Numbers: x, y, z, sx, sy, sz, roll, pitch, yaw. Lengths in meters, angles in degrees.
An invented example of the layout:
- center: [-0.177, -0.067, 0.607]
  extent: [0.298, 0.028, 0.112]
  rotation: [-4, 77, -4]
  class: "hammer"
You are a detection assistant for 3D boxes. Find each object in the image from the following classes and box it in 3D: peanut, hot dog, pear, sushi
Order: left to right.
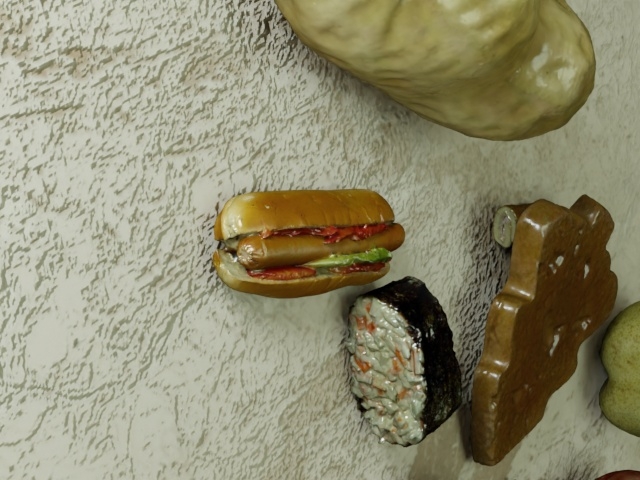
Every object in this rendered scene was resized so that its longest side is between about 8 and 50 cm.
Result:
- center: [0.000, 0.000, 1.171]
  extent: [0.235, 0.062, 0.092]
  rotation: [-8, 98, -51]
  class: "hot dog"
- center: [0.075, 0.111, 1.258]
  extent: [0.078, 0.090, 0.150]
  rotation: [-26, 117, -42]
  class: "sushi"
- center: [0.107, -0.196, 1.172]
  extent: [0.387, 0.192, 0.170]
  rotation: [23, 70, -50]
  class: "peanut"
- center: [0.397, 0.147, 1.623]
  extent: [0.167, 0.136, 0.167]
  rotation: [-6, 97, -53]
  class: "pear"

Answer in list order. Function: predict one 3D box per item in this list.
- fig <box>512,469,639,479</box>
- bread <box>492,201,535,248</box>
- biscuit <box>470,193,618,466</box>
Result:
- center: [0.322, 0.360, 1.532]
  extent: [0.249, 0.186, 0.204]
  rotation: [2, 112, -43]
  class: "fig"
- center: [0.213, -0.016, 1.450]
  extent: [0.083, 0.036, 0.047]
  rotation: [-7, 101, -53]
  class: "bread"
- center: [0.222, 0.091, 1.448]
  extent: [0.301, 0.043, 0.278]
  rotation: [-61, 148, -12]
  class: "biscuit"
